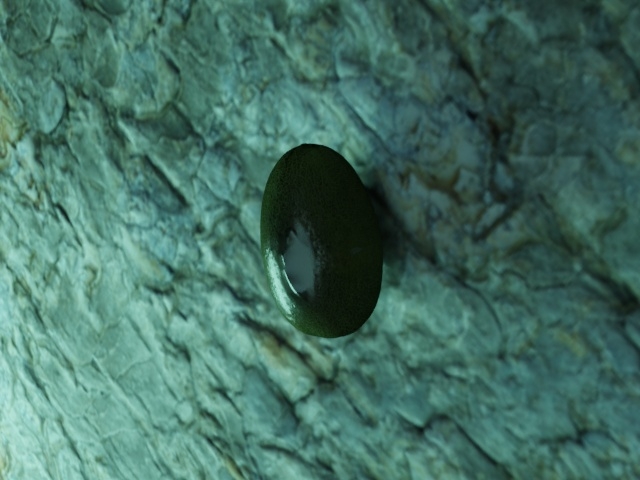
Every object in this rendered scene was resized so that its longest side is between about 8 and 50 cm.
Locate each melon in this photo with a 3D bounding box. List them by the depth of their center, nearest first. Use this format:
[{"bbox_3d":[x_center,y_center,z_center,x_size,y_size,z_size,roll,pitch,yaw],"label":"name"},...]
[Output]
[{"bbox_3d":[0.000,0.000,0.901,0.099,0.099,0.162,-6,93,40],"label":"melon"}]
